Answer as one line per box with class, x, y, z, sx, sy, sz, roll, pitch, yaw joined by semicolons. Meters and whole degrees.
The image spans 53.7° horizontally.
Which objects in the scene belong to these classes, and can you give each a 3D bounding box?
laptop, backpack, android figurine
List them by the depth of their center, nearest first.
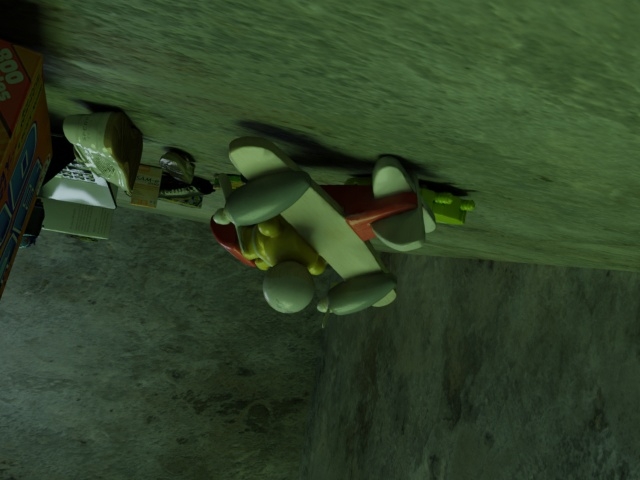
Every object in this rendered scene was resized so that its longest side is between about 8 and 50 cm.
laptop;-0.646;-0.108;1.218;0.382;0.236;0.408;10;151;-1
android figurine;0.168;-0.074;1.224;0.248;0.056;0.273;12;176;-36
backpack;-0.710;-0.047;1.431;0.158;0.117;0.173;9;177;-23

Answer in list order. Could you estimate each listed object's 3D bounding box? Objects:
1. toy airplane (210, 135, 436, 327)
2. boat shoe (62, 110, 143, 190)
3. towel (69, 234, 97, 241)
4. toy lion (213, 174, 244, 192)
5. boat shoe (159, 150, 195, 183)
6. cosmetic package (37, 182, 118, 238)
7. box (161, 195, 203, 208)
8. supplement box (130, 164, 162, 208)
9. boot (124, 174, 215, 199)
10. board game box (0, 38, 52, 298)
toy airplane;0.000;0.000;1.067;0.386;0.272;0.384;23;155;-6
boat shoe;-0.361;-0.155;1.057;0.096;0.098;0.277;10;167;-6
towel;-0.636;-0.007;1.694;0.060;0.009;0.083;10;-179;-35
toy lion;-0.197;-0.134;1.485;0.096;0.034;0.100;-1;173;26
boat shoe;-0.284;-0.156;1.280;0.056;0.048;0.153;21;171;7
cosmetic package;-0.718;-0.127;1.609;0.365;0.197;0.155;12;177;-27
box;-0.411;-0.134;1.782;0.054;0.059;0.169;5;175;38
supplement box;-0.422;-0.131;1.533;0.062;0.098;0.036;9;180;-14
boot;-0.378;-0.141;1.595;0.137;0.077;0.198;1;-175;38
board game box;-0.508;-0.028;0.626;0.356;0.356;0.356;18;166;-18
